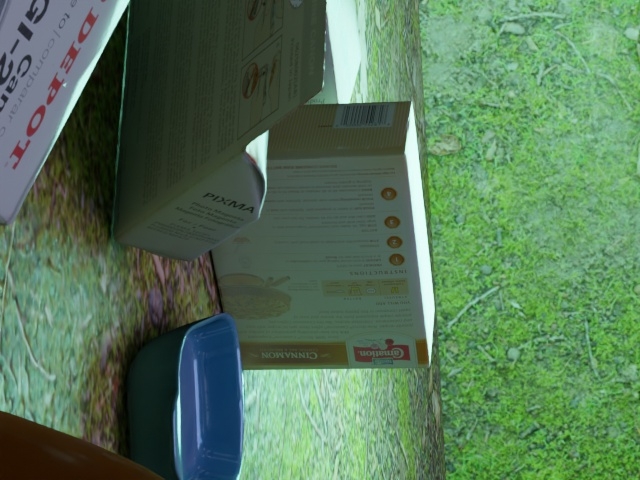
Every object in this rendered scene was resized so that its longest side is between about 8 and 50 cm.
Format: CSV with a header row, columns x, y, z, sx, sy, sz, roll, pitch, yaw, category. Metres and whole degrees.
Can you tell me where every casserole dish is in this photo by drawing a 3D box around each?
x,y,z,sx,sy,sz,roll,pitch,yaw,category
-0.080,0.103,1.073,0.188,0.037,0.114,-22,110,-81,casserole dish

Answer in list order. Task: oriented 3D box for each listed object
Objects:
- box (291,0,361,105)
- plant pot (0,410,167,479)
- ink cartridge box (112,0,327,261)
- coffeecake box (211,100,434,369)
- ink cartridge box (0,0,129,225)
x,y,z,sx,sy,sz,roll,pitch,yaw,category
-0.030,-0.175,1.263,0.130,0.091,0.170,-77,162,-58,box
-0.139,0.111,0.286,0.205,0.205,0.188,22,81,-80,plant pot
-0.035,-0.111,0.943,0.232,0.066,0.189,-26,-124,51,ink cartridge box
0.000,0.000,1.247,0.068,0.142,0.185,-79,165,-52,coffeecake box
-0.124,-0.110,0.519,0.158,0.092,0.218,-63,168,-7,ink cartridge box
